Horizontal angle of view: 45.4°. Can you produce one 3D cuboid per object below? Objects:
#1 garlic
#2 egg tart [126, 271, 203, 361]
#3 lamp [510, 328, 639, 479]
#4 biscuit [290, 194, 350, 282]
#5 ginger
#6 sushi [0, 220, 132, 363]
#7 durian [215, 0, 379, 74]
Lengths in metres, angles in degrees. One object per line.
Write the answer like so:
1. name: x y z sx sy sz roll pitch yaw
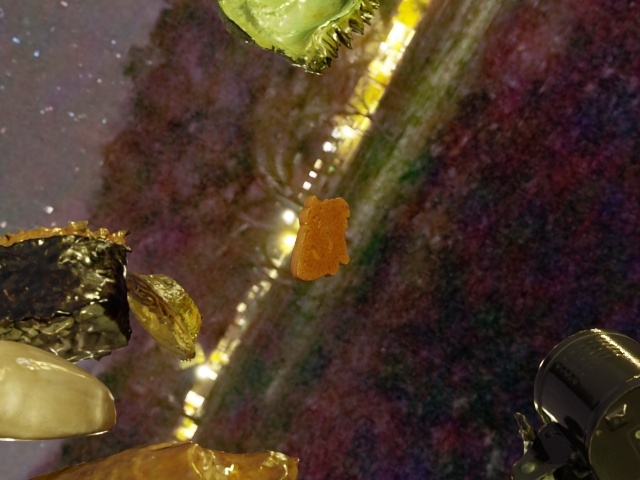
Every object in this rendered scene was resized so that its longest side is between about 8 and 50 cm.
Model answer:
1. garlic: -0.338 0.180 0.882 0.318 0.143 0.112 46 -128 -59
2. egg tart: -0.289 0.134 1.433 0.090 0.212 0.212 -38 -7 -23
3. lamp: 0.465 0.253 1.161 0.374 0.205 0.272 -27 17 20
4. biscuit: 0.000 0.000 1.584 0.043 0.183 0.280 -11 28 34
5. ginger: -0.177 0.244 0.658 0.309 0.133 0.107 -24 26 16
6. sushi: -0.469 0.100 1.196 0.234 0.349 0.207 112 150 -58
7. durian: -0.036 -0.332 0.990 0.163 0.198 0.394 -47 35 31
